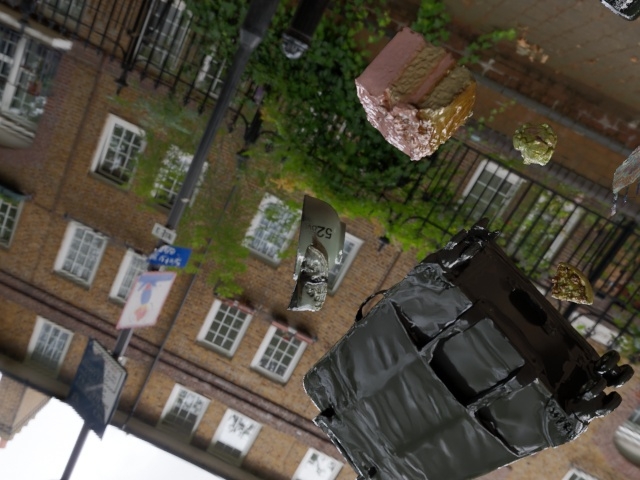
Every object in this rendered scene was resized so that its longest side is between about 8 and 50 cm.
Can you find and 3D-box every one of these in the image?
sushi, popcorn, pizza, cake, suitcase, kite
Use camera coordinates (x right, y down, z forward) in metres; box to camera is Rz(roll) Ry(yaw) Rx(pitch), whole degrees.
[{"bbox_3d":[-0.015,0.110,1.602,0.109,0.273,0.134,18,-173,-1],"label":"sushi"},{"bbox_3d":[0.534,-0.240,1.224,0.089,0.097,0.109,42,-157,-41],"label":"popcorn"},{"bbox_3d":[0.881,0.167,1.752,0.046,0.134,0.175,9,-142,-55],"label":"pizza"},{"bbox_3d":[0.309,-0.466,1.619,0.307,0.293,0.314,44,177,17],"label":"cake"},{"bbox_3d":[0.165,0.186,0.706,0.194,0.434,0.283,-24,-112,-46],"label":"suitcase"},{"bbox_3d":[0.652,-0.128,1.036,0.016,0.127,0.229,54,-178,34],"label":"kite"}]

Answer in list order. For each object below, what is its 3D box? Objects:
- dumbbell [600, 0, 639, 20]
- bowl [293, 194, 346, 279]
[{"bbox_3d":[0.983,-0.843,1.459,0.203,0.322,0.204,19,-135,-21],"label":"dumbbell"},{"bbox_3d":[0.000,0.000,2.027,0.185,0.354,0.354,8,-163,-2],"label":"bowl"}]
